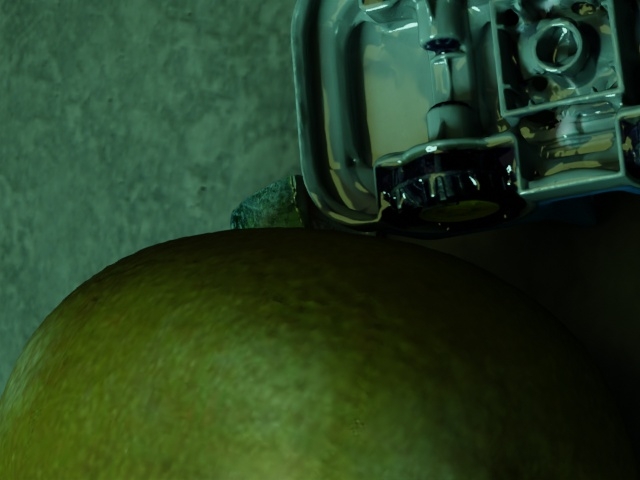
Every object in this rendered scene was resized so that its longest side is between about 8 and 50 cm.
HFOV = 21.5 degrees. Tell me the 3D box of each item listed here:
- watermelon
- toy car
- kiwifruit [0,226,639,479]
[{"bbox_3d":[0.000,0.000,0.685,0.061,0.085,0.085,-36,49,-15],"label":"watermelon"},{"bbox_3d":[0.093,-0.056,0.572,0.191,0.100,0.097,-10,75,22],"label":"toy car"},{"bbox_3d":[-0.011,0.091,0.572,0.234,0.196,0.196,-5,79,45],"label":"kiwifruit"}]
